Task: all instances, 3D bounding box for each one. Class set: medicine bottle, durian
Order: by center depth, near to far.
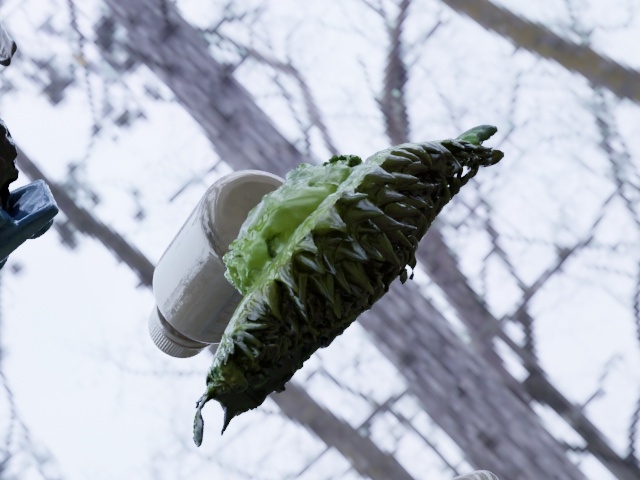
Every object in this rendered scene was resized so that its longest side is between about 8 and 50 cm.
[{"bbox_3d":[0.005,0.006,1.326,0.375,0.132,0.106,-42,-60,-36],"label":"durian"},{"bbox_3d":[-0.096,0.036,1.800,0.114,0.114,0.252,-18,-18,-31],"label":"medicine bottle"}]

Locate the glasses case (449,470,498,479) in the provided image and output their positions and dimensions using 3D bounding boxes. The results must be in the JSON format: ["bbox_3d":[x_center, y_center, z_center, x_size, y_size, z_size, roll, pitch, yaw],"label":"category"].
[{"bbox_3d":[0.155,0.302,1.914,0.083,0.050,0.196,-25,-39,-6],"label":"glasses case"}]

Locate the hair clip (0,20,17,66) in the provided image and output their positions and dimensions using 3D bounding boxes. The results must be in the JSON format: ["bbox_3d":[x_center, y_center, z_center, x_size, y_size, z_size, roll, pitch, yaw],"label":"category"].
[{"bbox_3d":[-0.275,-0.202,1.378,0.331,0.085,0.101,77,-148,-88],"label":"hair clip"}]

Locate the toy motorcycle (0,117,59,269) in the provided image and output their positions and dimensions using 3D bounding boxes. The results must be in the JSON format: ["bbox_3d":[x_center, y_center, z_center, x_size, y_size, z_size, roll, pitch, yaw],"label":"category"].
[{"bbox_3d":[-0.383,0.063,1.529,0.416,0.172,0.232,-41,-55,2],"label":"toy motorcycle"}]
